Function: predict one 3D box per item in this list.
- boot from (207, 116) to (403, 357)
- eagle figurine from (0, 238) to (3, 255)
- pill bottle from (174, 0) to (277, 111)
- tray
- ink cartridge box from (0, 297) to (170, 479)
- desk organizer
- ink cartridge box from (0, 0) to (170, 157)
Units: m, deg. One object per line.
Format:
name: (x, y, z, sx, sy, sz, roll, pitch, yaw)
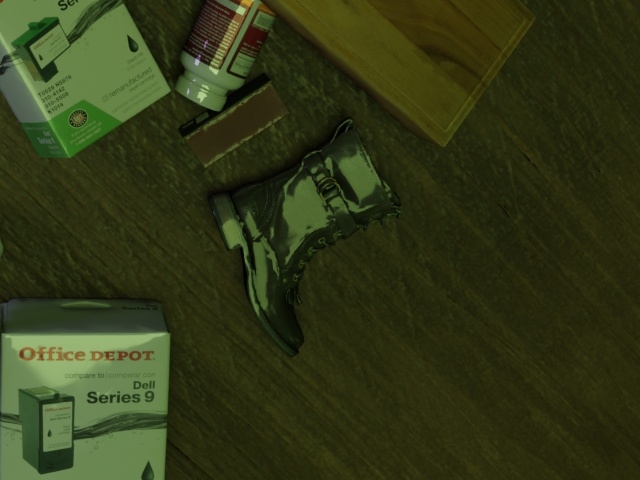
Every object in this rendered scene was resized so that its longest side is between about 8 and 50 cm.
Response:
boot: (0.000, 0.000, 1.776, 0.229, 0.091, 0.263, -23, 109, -3)
eagle figurine: (-0.520, -0.032, 1.629, 0.298, 0.225, 0.226, 38, 53, 9)
pill bottle: (-0.116, -0.237, 1.677, 0.086, 0.086, 0.152, 24, 101, -18)
tray: (0.057, -0.311, 1.642, 0.411, 0.076, 0.203, 38, 86, -31)
ink cartridge box: (-0.304, 0.228, 1.766, 0.211, 0.121, 0.289, 0, 107, -13)
desk organizer: (-0.107, -0.148, 1.729, 0.130, 0.047, 0.050, -33, 114, 0)
ink cartridge box: (-0.301, -0.228, 1.612, 0.160, 0.092, 0.219, -38, 114, -24)
